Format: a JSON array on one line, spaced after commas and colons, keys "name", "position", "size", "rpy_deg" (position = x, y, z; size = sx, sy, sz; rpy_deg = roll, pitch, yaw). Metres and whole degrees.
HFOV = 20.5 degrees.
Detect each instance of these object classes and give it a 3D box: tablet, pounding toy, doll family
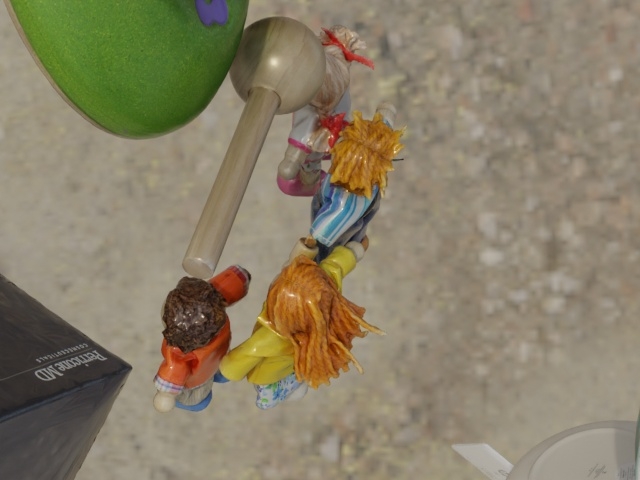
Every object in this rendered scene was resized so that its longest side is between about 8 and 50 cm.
[{"name": "tablet", "position": [0.159, 0.205, 1.570], "size": [0.083, 0.054, 0.006], "rpy_deg": [39, 65, -20]}, {"name": "pounding toy", "position": [-0.050, -0.127, 0.839], "size": [0.237, 0.110, 0.183], "rpy_deg": [59, 31, -33]}, {"name": "doll family", "position": [0.000, 0.000, 1.029], "size": [0.163, 0.118, 0.263], "rpy_deg": [100, 16, -68]}]

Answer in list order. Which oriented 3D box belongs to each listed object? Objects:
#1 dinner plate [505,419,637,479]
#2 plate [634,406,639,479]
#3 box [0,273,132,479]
[{"name": "dinner plate", "position": [0.193, 0.167, 1.237], "size": [0.141, 0.141, 0.017], "rpy_deg": [-46, 130, -38]}, {"name": "plate", "position": [0.221, 0.091, 1.007], "size": [0.188, 0.024, 0.188], "rpy_deg": [-27, 126, -44]}, {"name": "box", "position": [-0.364, 0.104, 1.236], "size": [0.179, 0.312, 0.343], "rpy_deg": [-62, 163, 18]}]
